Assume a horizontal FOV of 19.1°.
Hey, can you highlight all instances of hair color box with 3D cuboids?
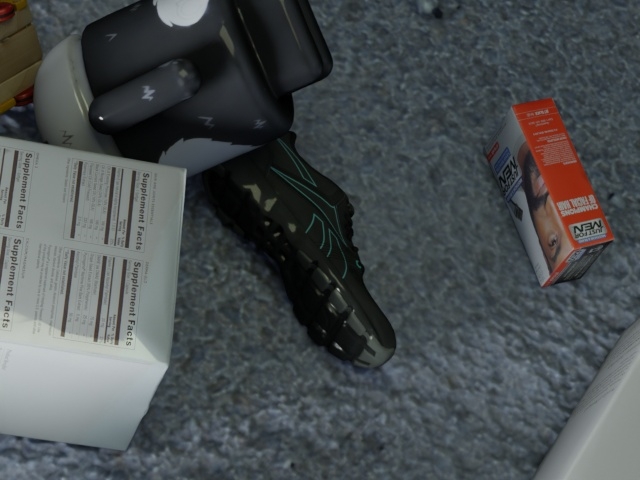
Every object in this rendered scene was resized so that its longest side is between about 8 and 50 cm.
[{"bbox_3d":[0.230,-0.049,1.937,0.053,0.093,0.167,-13,68,-22],"label":"hair color box"}]

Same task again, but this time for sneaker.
[{"bbox_3d":[0.000,0.000,1.836,0.106,0.101,0.267,-29,75,-30],"label":"sneaker"}]

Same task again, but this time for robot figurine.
[{"bbox_3d":[-0.131,-0.144,1.783,0.278,0.209,0.174,-22,55,11],"label":"robot figurine"}]

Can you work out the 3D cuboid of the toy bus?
[{"bbox_3d":[-0.350,-0.154,1.779,0.104,0.202,0.191,5,74,34],"label":"toy bus"}]

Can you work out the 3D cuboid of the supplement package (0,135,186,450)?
[{"bbox_3d":[-0.271,0.043,1.669,0.262,0.199,0.198,10,60,-13],"label":"supplement package"}]

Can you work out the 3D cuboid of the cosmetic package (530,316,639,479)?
[{"bbox_3d":[0.309,0.239,1.778,0.197,0.155,0.365,36,58,0],"label":"cosmetic package"}]
